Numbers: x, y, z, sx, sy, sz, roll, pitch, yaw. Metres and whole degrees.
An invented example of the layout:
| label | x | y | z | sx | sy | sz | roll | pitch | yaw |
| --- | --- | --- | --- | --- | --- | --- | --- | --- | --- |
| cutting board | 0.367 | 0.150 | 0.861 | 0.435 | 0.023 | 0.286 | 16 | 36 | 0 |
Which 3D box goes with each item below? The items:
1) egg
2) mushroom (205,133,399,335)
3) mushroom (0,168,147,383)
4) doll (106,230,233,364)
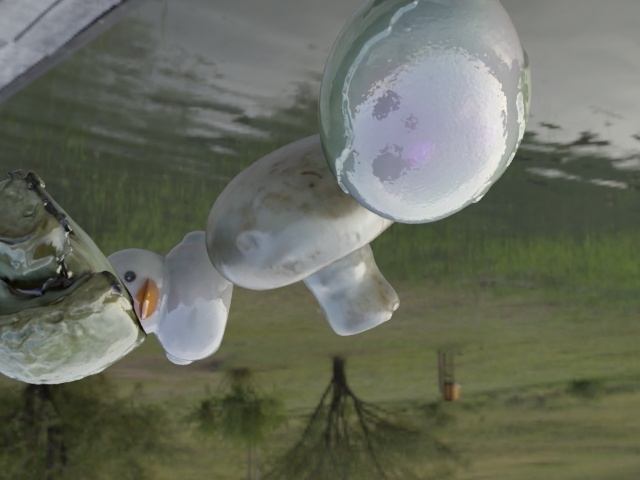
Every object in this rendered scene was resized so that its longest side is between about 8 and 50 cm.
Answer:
| label | x | y | z | sx | sy | sz | roll | pitch | yaw |
| --- | --- | --- | --- | --- | --- | --- | --- | --- | --- |
| egg | 0.087 | -0.128 | 0.720 | 0.183 | 0.183 | 0.217 | -1 | 137 | 3 |
| mushroom | 0.000 | 0.000 | 0.954 | 0.244 | 0.243 | 0.243 | 0 | 169 | 0 |
| mushroom | -0.311 | 0.057 | 0.918 | 0.164 | 0.267 | 0.189 | -38 | 153 | -12 |
| doll | -0.245 | 0.083 | 1.295 | 0.221 | 0.220 | 0.251 | 1 | -174 | -8 |
